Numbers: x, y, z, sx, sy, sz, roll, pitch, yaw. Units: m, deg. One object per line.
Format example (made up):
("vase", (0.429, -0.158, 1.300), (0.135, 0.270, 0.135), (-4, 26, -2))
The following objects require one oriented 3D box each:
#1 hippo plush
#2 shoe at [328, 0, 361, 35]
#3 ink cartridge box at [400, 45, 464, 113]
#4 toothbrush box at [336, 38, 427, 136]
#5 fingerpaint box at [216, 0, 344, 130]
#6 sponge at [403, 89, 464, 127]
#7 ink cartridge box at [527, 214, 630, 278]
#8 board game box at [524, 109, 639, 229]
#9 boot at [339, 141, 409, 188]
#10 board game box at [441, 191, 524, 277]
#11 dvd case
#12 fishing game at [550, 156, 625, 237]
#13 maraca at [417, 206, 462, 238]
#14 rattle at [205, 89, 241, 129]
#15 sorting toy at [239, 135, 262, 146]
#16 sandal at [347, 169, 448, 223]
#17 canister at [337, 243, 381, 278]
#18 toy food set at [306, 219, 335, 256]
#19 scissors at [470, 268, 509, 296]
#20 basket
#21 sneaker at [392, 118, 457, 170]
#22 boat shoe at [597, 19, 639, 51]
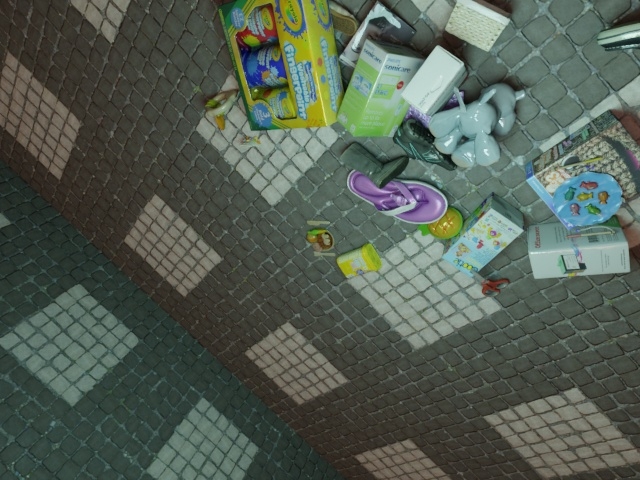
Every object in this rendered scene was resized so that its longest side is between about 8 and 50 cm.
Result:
("hippo plush", (0.501, -0.404, 1.334), (0.234, 0.236, 0.294), (21, 145, 40))
("shoe", (0.040, -0.771, 1.426), (0.219, 0.058, 0.077), (32, 148, 9))
("ink cartridge box", (0.363, -0.488, 1.303), (0.100, 0.237, 0.172), (42, 115, 9))
("toothbrush box", (0.206, -0.501, 1.399), (0.122, 0.206, 0.283), (51, 134, 33))
("fingerpaint box", (-0.130, -0.632, 1.477), (0.371, 0.163, 0.445), (8, 123, 34))
("sponge", (0.395, -0.458, 1.464), (0.210, 0.031, 0.117), (4, 120, 23))
("ink cartridge box", (0.873, 0.023, 1.430), (0.278, 0.201, 0.117), (-8, 115, 29))
("board game box", (0.855, -0.219, 1.328), (0.232, 0.141, 0.291), (46, 127, -7))
("boot", (0.208, -0.311, 1.605), (0.208, 0.189, 0.076), (43, 159, 29))
("board game box", (0.606, -0.018, 1.567), (0.144, 0.142, 0.275), (35, 128, 0))
("dvd case", (0.189, -0.660, 1.409), (0.164, 0.018, 0.221), (28, 131, -19))
("fishing game", (0.826, -0.122, 1.287), (0.189, 0.041, 0.264), (-7, 116, 31))
("maraca", (0.465, -0.069, 1.630), (0.185, 0.099, 0.127), (2, 82, 40))
("rattle", (-0.366, -0.554, 1.738), (0.199, 0.130, 0.143), (-25, 121, 7))
("sorting toy", (-0.308, -0.416, 1.788), (0.083, 0.075, 0.045), (5, 121, 22))
("sandal", (0.278, -0.164, 1.612), (0.416, 0.102, 0.169), (21, 116, 24))
("canister", (0.173, 0.097, 1.884), (0.169, 0.073, 0.126), (-22, 108, 35))
("toy food set", (0.000, 0.000, 1.925), (0.132, 0.038, 0.192), (1, 120, 24))
("scissors", (0.639, 0.171, 1.636), (0.297, 0.021, 0.109), (15, 130, -37))
("basket", (0.471, -0.660, 1.255), (0.167, 0.113, 0.103), (31, 131, 5))
("sneaker", (0.381, -0.332, 1.500), (0.267, 0.101, 0.106), (32, 146, -17))
("boat shoe", (0.993, -0.493, 1.072), (0.499, 0.187, 0.156), (9, 117, 14))
